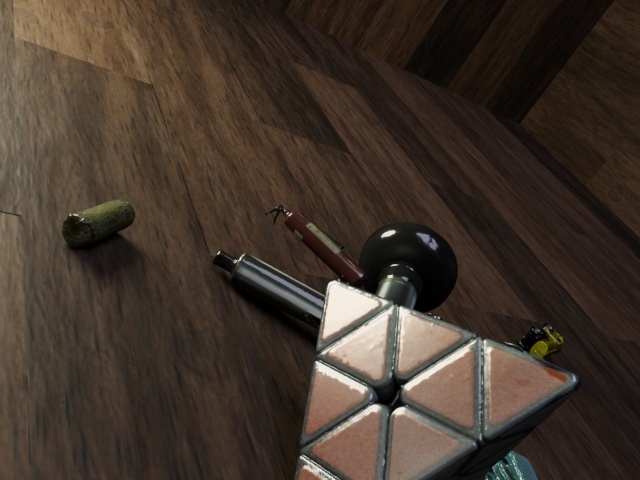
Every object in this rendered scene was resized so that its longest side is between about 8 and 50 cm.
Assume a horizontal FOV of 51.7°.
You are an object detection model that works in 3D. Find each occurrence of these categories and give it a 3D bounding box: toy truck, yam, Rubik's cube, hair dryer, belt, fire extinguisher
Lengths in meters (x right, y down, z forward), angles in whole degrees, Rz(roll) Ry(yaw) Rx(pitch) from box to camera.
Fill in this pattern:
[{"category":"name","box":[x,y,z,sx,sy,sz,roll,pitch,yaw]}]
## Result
[{"category":"toy truck","box":[0.410,0.189,1.220,0.083,0.049,0.054,-1,44,-48]},{"category":"yam","box":[-0.273,-0.023,0.815,0.043,0.043,0.094,37,25,6]},{"category":"Rubik's cube","box":[0.097,0.188,0.691,0.228,0.233,0.229,12,8,-1]},{"category":"hair dryer","box":[0.031,0.051,0.922,0.284,0.156,0.320,46,35,2]},{"category":"belt","box":[0.254,0.314,0.783,0.065,0.100,0.179,27,24,-22]},{"category":"fire extinguisher","box":[0.000,0.000,0.901,0.049,0.035,0.173,-33,65,-33]}]
